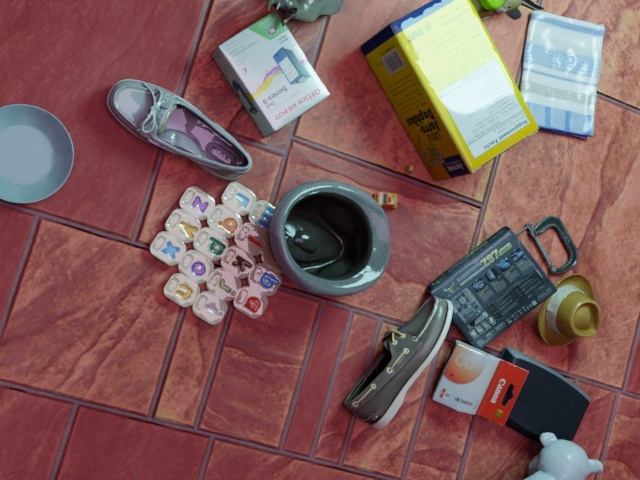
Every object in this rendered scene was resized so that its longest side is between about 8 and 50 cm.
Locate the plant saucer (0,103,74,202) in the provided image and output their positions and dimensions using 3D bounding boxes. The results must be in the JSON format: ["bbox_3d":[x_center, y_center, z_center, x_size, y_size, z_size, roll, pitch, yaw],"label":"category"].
[{"bbox_3d":[-0.587,-0.169,1.644,0.194,0.037,0.195,0,88,-16],"label":"plant saucer"}]

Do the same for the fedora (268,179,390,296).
[{"bbox_3d":[0.000,0.000,1.763,0.275,0.124,0.244,2,82,-29],"label":"fedora"}]

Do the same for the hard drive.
[{"bbox_3d":[0.508,0.375,1.954,0.254,0.054,0.172,31,80,-14],"label":"hard drive"}]

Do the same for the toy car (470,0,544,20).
[{"bbox_3d":[0.410,-0.549,1.905,0.188,0.155,0.149,18,84,-28],"label":"toy car"}]

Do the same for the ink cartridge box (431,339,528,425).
[{"bbox_3d":[0.358,0.326,1.872,0.179,0.045,0.146,24,99,6],"label":"ink cartridge box"}]

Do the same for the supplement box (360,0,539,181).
[{"bbox_3d":[0.278,-0.335,1.828,0.194,0.195,0.357,-32,97,-15],"label":"supplement box"}]

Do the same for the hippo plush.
[{"bbox_3d":[0.484,0.546,1.866,0.234,0.294,0.237,23,60,15],"label":"hippo plush"}]

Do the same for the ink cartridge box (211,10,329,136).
[{"bbox_3d":[-0.105,-0.350,1.765,0.154,0.093,0.212,-35,100,-15],"label":"ink cartridge box"}]

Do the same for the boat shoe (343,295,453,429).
[{"bbox_3d":[0.170,0.253,1.817,0.096,0.116,0.324,32,91,-13],"label":"boat shoe"}]

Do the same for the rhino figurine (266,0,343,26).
[{"bbox_3d":[-0.034,-0.510,1.758,0.243,0.073,0.106,-34,96,-48],"label":"rhino figurine"}]

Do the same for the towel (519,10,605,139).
[{"bbox_3d":[0.581,-0.399,2.005,0.209,0.034,0.285,9,86,-16],"label":"towel"}]

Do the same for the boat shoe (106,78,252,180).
[{"bbox_3d":[-0.284,-0.228,1.702,0.320,0.103,0.118,34,80,-14],"label":"boat shoe"}]

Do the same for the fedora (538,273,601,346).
[{"bbox_3d":[0.594,0.174,1.940,0.194,0.079,0.195,-14,116,-29],"label":"fedora"}]

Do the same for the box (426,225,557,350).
[{"bbox_3d":[0.387,0.109,1.887,0.232,0.059,0.183,-39,101,5],"label":"box"}]

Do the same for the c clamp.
[{"bbox_3d":[0.544,0.015,1.993,0.137,0.022,0.161,-39,98,-19],"label":"c clamp"}]

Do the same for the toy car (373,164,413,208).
[{"bbox_3d":[0.165,-0.126,1.869,0.060,0.040,0.122,24,83,-15],"label":"toy car"}]

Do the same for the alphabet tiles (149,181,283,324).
[{"bbox_3d":[-0.205,0.026,1.763,0.278,0.021,0.284,33,80,-13],"label":"alphabet tiles"}]
